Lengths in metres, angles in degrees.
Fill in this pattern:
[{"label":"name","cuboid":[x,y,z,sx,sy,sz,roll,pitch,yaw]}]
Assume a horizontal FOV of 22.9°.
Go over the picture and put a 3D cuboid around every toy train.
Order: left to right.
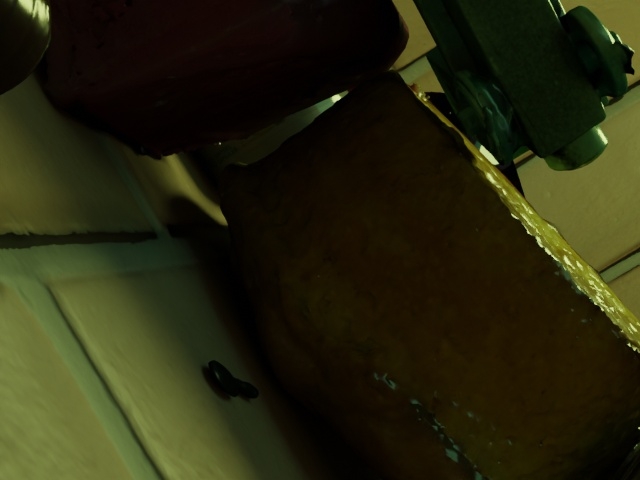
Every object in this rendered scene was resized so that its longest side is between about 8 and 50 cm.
[{"label":"toy train","cuboid":[0.098,-0.186,1.077,0.298,0.120,0.194,60,0,-21]}]

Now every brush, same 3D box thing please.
[{"label":"brush","cuboid":[-0.051,0.085,0.945,0.024,0.008,0.083,58,6,18]}]

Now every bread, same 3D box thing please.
[{"label":"bread","cuboid":[0.093,0.058,1.177,0.398,0.215,0.398,45,9,-9]}]

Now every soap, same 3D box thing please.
[{"label":"soap","cuboid":[-0.065,-0.153,1.091,0.325,0.220,0.127,16,51,-81]}]

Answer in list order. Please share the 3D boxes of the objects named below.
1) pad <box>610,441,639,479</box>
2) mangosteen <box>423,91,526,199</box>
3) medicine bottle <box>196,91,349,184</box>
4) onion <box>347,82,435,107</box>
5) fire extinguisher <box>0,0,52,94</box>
[{"label":"pad","cuboid":[0.218,0.190,1.154,0.004,0.220,0.330,36,25,17]},{"label":"mangosteen","cuboid":[0.130,-0.058,1.960,0.287,0.233,0.287,62,4,-7]},{"label":"medicine bottle","cuboid":[-0.072,-0.151,1.326,0.215,0.135,0.135,58,7,0]},{"label":"onion","cuboid":[0.057,-0.083,1.712,0.248,0.248,0.161,58,-28,-2]},{"label":"fire extinguisher","cuboid":[-0.193,-0.122,0.639,0.231,0.071,0.099,43,44,-63]}]
